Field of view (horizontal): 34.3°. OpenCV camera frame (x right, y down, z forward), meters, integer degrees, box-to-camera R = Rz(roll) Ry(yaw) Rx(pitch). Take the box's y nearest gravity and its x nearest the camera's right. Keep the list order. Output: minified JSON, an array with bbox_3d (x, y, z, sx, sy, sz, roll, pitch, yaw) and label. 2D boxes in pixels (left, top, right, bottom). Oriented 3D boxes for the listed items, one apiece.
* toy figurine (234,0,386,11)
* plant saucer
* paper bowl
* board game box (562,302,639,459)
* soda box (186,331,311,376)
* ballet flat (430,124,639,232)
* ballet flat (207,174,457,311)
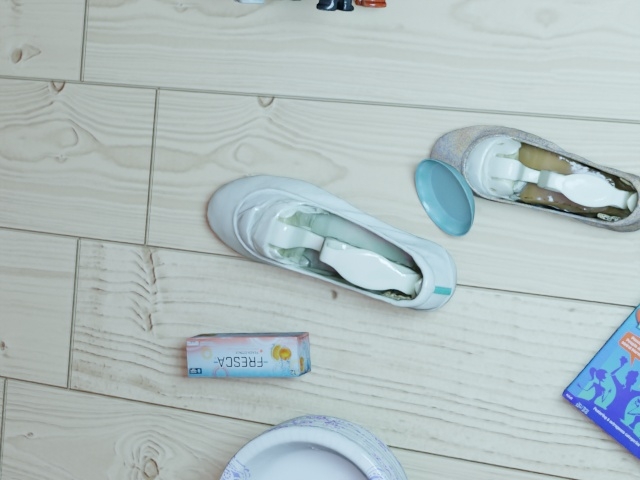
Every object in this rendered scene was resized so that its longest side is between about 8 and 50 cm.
[{"bbox_3d":[-0.011,-0.397,1.420,0.209,0.213,0.148,10,108,23],"label":"toy figurine"},{"bbox_3d":[0.177,-0.063,1.440,0.021,0.119,0.119,-28,81,-23],"label":"plant saucer"},{"bbox_3d":[0.000,0.392,1.488,0.284,0.148,0.284,1,92,19],"label":"paper bowl"},{"bbox_3d":[0.450,0.176,1.376,0.160,0.047,0.210,39,103,13],"label":"board game box"},{"bbox_3d":[-0.108,0.172,1.561,0.183,0.058,0.063,-2,92,20],"label":"soda box"},{"bbox_3d":[0.291,-0.088,1.386,0.316,0.106,0.108,14,98,18],"label":"ballet flat"},{"bbox_3d":[0.000,0.000,1.478,0.400,0.139,0.139,20,99,17],"label":"ballet flat"}]
